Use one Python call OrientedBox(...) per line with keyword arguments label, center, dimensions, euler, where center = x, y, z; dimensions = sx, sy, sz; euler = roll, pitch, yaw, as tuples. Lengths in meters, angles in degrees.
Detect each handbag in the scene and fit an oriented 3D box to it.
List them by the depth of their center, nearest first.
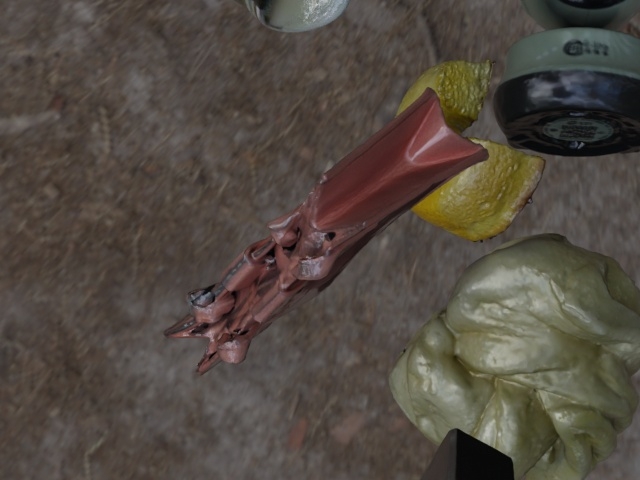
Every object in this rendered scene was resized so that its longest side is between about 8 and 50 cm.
OrientedBox(label="handbag", center=(0.000, 0.000, 0.986), dimensions=(0.059, 0.157, 0.212), euler=(50, 135, 2))

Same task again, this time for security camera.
OrientedBox(label="security camera", center=(0.302, -0.251, 1.742), dimensions=(0.197, 0.191, 0.277), euler=(3, 74, 7))

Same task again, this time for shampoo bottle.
OrientedBox(label="shampoo bottle", center=(0.143, 0.258, 1.500), dimensions=(0.079, 0.246, 0.080), euler=(29, 103, -1))

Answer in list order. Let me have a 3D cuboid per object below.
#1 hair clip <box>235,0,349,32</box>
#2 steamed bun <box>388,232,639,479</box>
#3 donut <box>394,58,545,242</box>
OrientedBox(label="hair clip", center=(-0.065, -0.282, 1.346), dimensions=(0.113, 0.282, 0.172), euler=(13, 116, -28))
OrientedBox(label="steamed bun", center=(0.264, 0.172, 1.902), dimensions=(0.325, 0.230, 0.372), euler=(21, 126, -35))
OrientedBox(label="donut", center=(0.122, -0.080, 1.414), dimensions=(0.078, 0.181, 0.146), euler=(9, 134, -36))
